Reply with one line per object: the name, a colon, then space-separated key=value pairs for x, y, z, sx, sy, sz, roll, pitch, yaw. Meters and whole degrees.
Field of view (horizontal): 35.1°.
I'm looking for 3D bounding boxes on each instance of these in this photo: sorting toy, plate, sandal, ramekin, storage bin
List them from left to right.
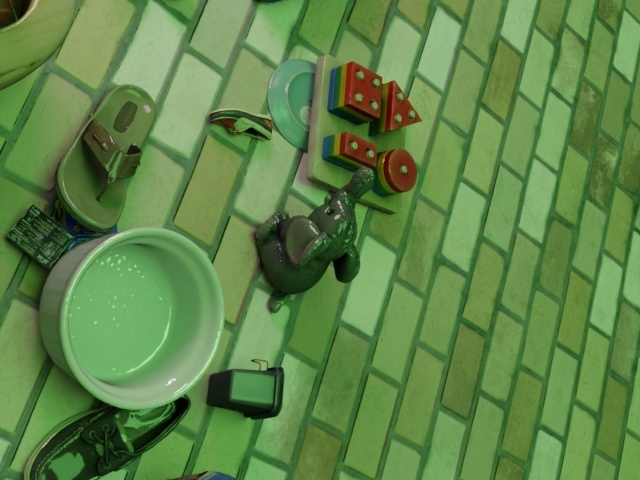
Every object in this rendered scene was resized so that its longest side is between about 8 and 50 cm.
sandal: x=-0.336 y=-0.148 z=1.622 sx=0.120 sy=0.086 sz=0.303 roll=30 pitch=52 yaw=-24
ramekin: x=-0.299 y=0.114 z=1.573 sx=0.277 sy=0.135 sz=0.277 roll=-3 pitch=95 yaw=-38
storage bin: x=-0.130 y=0.248 z=1.717 sx=0.091 sy=0.135 sz=0.098 roll=13 pitch=73 yaw=-26
plate: x=-0.021 y=-0.267 z=1.976 sx=0.188 sy=0.024 sz=0.188 roll=10 pitch=75 yaw=-38
sorting toy: x=0.101 y=-0.212 z=1.999 sx=0.255 sy=0.089 sz=0.257 roll=20 pitch=68 yaw=-43

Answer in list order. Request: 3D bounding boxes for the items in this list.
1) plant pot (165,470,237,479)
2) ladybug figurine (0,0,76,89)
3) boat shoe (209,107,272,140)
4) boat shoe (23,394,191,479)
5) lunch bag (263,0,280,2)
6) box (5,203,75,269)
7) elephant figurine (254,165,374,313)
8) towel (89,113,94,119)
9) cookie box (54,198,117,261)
plant pot: x=-0.207 y=0.489 z=1.542 sx=0.236 sy=0.236 sz=0.212 roll=-33 pitch=95 yaw=-38
ladybug figurine: x=-0.565 y=-0.316 z=1.441 sx=0.449 sy=0.162 sz=0.305 roll=-26 pitch=81 yaw=-40
boat shoe: x=-0.144 y=-0.213 z=1.854 sx=0.137 sy=0.049 sz=0.043 roll=6 pitch=79 yaw=-43
boat shoe: x=-0.323 y=0.305 z=1.568 sx=0.285 sy=0.092 sz=0.103 roll=-27 pitch=98 yaw=-39
lunch bag: x=-0.043 y=-0.613 z=1.978 sx=0.303 sy=0.115 sz=0.243 roll=-32 pitch=98 yaw=-38
box: x=-0.433 y=-0.005 z=1.566 sx=0.083 sy=0.018 sz=0.067 roll=37 pitch=77 yaw=-6
elephant figurine: x=0.000 y=0.000 z=1.796 sx=0.169 sy=0.239 sz=0.186 roll=-31 pitch=100 yaw=-39
towel: x=-0.350 y=-0.185 z=1.705 sx=0.083 sy=0.009 sz=0.060 roll=-2 pitch=82 yaw=-39
cookie box: x=-0.376 y=-0.015 z=1.628 sx=0.091 sy=0.040 sz=0.107 roll=-1 pitch=81 yaw=-38
